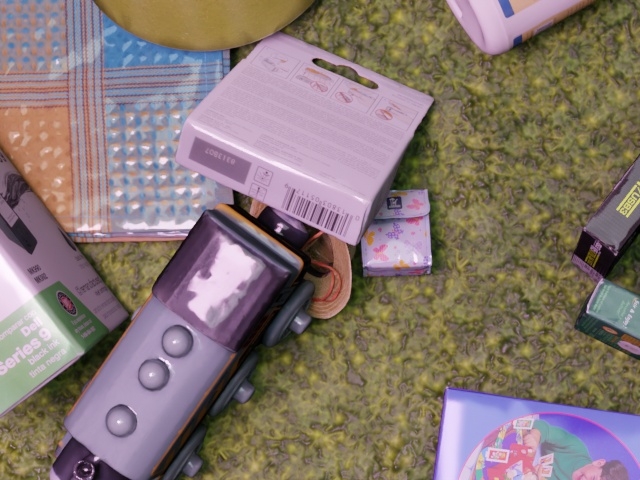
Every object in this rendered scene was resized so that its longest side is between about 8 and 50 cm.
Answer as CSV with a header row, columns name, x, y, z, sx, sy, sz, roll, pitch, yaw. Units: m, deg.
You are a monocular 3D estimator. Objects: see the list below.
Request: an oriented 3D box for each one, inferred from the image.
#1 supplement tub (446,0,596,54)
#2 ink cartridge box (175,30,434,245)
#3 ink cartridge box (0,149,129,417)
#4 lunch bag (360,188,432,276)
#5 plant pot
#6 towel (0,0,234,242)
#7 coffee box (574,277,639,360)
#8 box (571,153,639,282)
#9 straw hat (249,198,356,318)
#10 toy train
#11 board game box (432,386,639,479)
name,x,y,z,sx,sy,sz,roll,pitch,yaw
supplement tub,0.216,-0.285,1.539,0.200,0.144,0.144,-29,81,-1
ink cartridge box,-0.009,-0.105,1.525,0.189,0.232,0.066,24,120,6
ink cartridge box,-0.327,0.007,1.469,0.121,0.211,0.289,-37,93,8
lunch bag,0.073,-0.010,1.557,0.071,0.053,0.083,-1,73,2
plant pot,-0.123,-0.362,1.472,0.275,0.293,0.274,-1,70,3
towel,-0.269,-0.131,1.604,0.370,0.040,0.271,-1,82,5
coffee box,0.333,0.099,1.496,0.184,0.113,0.040,26,81,8
box,0.307,-0.054,1.479,0.045,0.190,0.184,40,85,10
straw hat,0.000,0.000,1.552,0.061,0.144,0.144,-24,79,-39
toy train,-0.130,0.109,1.469,0.142,0.190,0.334,37,95,8
board game box,0.209,0.326,1.488,0.233,0.078,0.347,8,83,5
